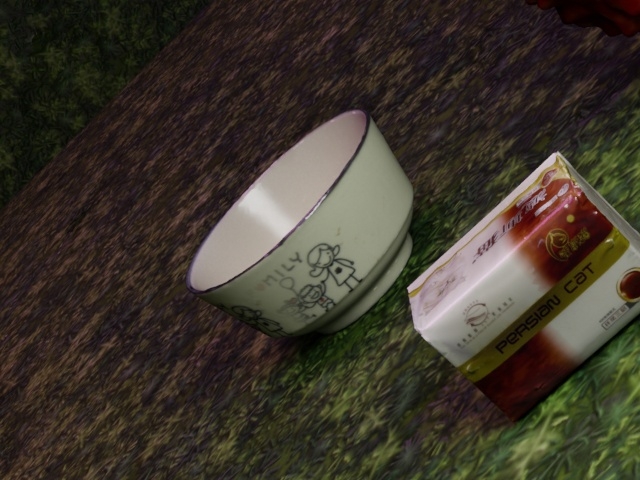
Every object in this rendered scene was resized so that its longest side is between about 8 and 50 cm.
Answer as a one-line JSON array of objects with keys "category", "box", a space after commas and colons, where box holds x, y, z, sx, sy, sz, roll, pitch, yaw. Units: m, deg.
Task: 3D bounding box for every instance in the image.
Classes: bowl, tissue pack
[{"category": "bowl", "box": [0.000, 0.000, 1.686, 0.238, 0.126, 0.238, -43, 16, 15]}, {"category": "tissue pack", "box": [0.150, 0.033, 1.257, 0.148, 0.106, 0.099, -44, 16, 12]}]

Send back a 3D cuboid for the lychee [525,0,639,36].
[{"category": "lychee", "box": [0.275, -0.363, 1.344, 0.424, 0.424, 0.500, -51, 12, -17]}]
